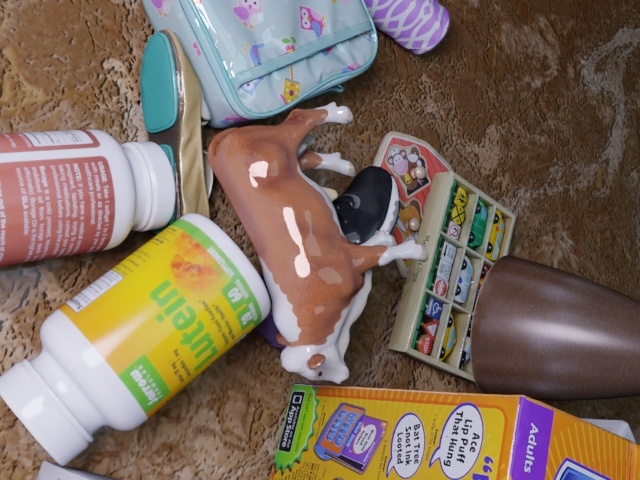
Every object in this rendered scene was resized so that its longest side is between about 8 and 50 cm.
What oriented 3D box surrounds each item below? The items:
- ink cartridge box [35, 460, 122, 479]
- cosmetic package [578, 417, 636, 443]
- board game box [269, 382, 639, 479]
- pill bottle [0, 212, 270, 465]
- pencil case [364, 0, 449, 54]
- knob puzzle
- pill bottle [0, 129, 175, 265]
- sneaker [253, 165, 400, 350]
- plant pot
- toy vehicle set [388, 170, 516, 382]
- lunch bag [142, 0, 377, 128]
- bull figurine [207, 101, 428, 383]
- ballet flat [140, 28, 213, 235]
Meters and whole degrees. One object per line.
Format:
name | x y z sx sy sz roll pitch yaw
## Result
ink cartridge box | -0.178 0.365 0.650 0.198 0.197 0.270 28 68 -31
cosmetic package | 0.408 0.393 1.134 0.151 0.151 0.184 -37 107 -36
board game box | 0.163 0.382 0.813 0.356 0.356 0.357 26 68 -31
pill bottle | -0.181 0.096 0.716 0.245 0.136 0.136 -40 108 -22
pencil case | 0.094 -0.350 1.047 0.206 0.086 0.088 31 42 -32
knob puzzle | 0.142 -0.070 1.072 0.213 0.030 0.213 6 80 -37
pill bottle | -0.256 -0.043 0.699 0.216 0.121 0.121 -9 89 -38
sneaker | 0.000 0.000 0.908 0.124 0.107 0.283 38 62 -21
plant pot | 0.365 0.139 1.050 0.215 0.230 0.216 -11 104 -53
toy vehicle set | 0.197 0.055 1.069 0.166 0.035 0.267 26 74 -37
lunch bag | -0.056 -0.267 0.897 0.279 0.107 0.224 -34 104 -36
bull figurine | -0.005 -0.002 0.813 0.188 0.101 0.311 -24 86 -22
ballet flat | -0.158 -0.115 0.824 0.073 0.080 0.233 -2 94 -48
